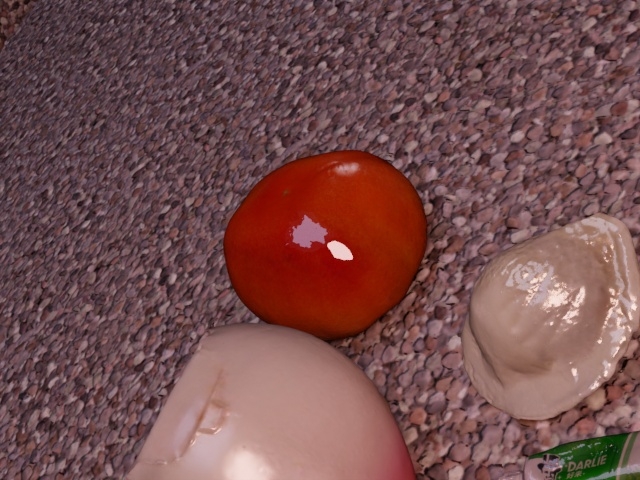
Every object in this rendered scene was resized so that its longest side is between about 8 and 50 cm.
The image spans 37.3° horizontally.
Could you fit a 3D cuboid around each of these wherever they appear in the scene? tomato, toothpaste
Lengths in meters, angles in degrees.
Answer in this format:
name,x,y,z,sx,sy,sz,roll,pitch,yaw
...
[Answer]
name,x,y,z,sx,sy,sz,roll,pitch,yaw
tomato,0.002,-0.004,1.165,0.259,0.180,0.260,-17,46,19
toothpaste,0.276,0.200,0.845,0.248,0.047,0.078,-17,48,28

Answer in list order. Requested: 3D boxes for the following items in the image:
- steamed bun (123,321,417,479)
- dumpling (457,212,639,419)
name,x,y,z,sx,sy,sz,roll,pitch,yaw
steamed bun,-0.033,0.243,0.927,0.309,0.309,0.309,-24,43,24
dumpling,0.230,0.082,0.935,0.215,0.126,0.166,-33,55,10
